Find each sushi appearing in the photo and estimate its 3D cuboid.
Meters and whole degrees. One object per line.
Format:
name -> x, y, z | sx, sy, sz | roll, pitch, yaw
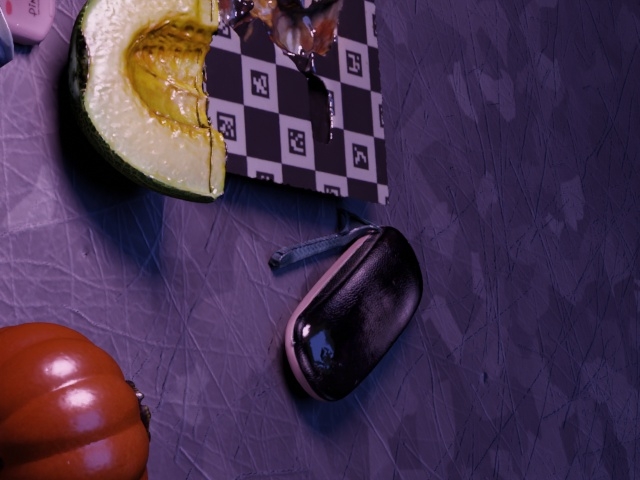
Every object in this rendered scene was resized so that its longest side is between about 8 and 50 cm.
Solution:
sushi -> -0.053, -0.231, 1.949 | 0.343, 0.064, 0.359 | 9, 73, -50

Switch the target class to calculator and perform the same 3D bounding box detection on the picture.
calculator -> -0.336, -0.257, 1.574 | 0.175, 0.032, 0.100 | 12, 70, -53

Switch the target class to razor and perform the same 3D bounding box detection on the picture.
razor -> -0.001, 0.005, 1.969 | 0.190, 0.066, 0.033 | -24, 134, -52

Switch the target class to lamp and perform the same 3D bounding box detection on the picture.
lamp -> -0.247, 0.181, 1.394 | 0.196, 0.223, 0.223 | -17, 94, -38

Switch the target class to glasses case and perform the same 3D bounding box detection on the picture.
glasses case -> 0.047, 0.088, 1.974 | 0.314, 0.075, 0.122 | -48, 118, -51

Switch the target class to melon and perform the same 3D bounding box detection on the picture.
melon -> -0.201, -0.165, 1.674 | 0.169, 0.129, 0.265 | 5, 77, -32

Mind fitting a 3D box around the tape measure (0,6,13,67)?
tape measure -> -0.406, -0.220, 1.258 | 0.138, 0.259, 0.262 | -17, 93, -56
